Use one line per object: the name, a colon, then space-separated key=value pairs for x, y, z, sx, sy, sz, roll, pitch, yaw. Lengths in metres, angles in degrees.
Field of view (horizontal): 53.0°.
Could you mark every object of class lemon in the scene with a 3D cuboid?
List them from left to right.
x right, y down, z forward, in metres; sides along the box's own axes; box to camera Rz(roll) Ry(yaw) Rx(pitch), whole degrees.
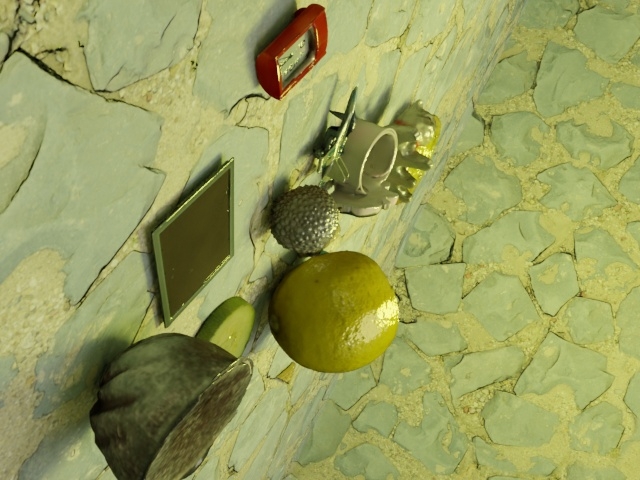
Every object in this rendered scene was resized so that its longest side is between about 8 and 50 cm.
lemon: x=0.014 y=0.211 z=1.808 sx=0.364 sy=0.364 sz=0.364 roll=-55 pitch=163 yaw=-26

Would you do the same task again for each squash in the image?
squash: x=-0.241 y=0.254 z=1.555 sx=0.252 sy=0.049 sz=0.252 roll=-55 pitch=162 yaw=-28

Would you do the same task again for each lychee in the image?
lychee: x=-0.028 y=-0.051 z=1.524 sx=0.198 sy=0.165 sz=0.165 roll=-2 pitch=124 yaw=-36

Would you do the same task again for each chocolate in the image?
chocolate: x=-0.287 y=0.280 z=1.133 sx=0.303 sy=0.213 sz=0.303 roll=-51 pitch=162 yaw=-23

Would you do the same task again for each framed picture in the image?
framed picture: x=-0.237 y=0.007 z=1.218 sx=0.232 sy=0.019 sz=0.296 roll=-51 pitch=161 yaw=-37

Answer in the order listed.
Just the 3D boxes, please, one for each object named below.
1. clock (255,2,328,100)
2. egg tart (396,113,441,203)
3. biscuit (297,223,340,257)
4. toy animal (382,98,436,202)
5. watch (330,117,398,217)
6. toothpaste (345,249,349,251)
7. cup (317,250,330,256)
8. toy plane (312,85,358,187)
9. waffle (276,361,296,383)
clock: x=-0.053 y=-0.343 z=1.163 sx=0.155 sy=0.061 sz=0.113 roll=-52 pitch=162 yaw=-23
egg tart: x=0.296 y=-0.294 z=2.242 sx=0.345 sy=0.133 sz=0.345 roll=-56 pitch=163 yaw=-27
biscuit: x=0.000 y=0.000 z=1.913 sx=0.061 sy=0.055 sz=0.219 roll=-37 pitch=180 yaw=31
toy animal: x=0.262 y=-0.275 z=1.993 sx=0.308 sy=0.266 sz=0.188 roll=51 pitch=49 yaw=-38
watch: x=0.125 y=-0.200 z=1.758 sx=0.244 sy=0.196 sz=0.231 roll=-34 pitch=142 yaw=-49
toothpaste: x=0.096 y=0.068 z=2.409 sx=0.020 sy=0.017 sz=0.083 roll=-53 pitch=162 yaw=-32
cup: x=0.004 y=0.168 z=2.056 sx=0.134 sy=0.148 sz=0.235 roll=44 pitch=70 yaw=-40
toy plane: x=0.039 y=-0.255 z=1.581 sx=0.192 sy=0.088 sz=0.261 roll=-46 pitch=148 yaw=-62
waffle: x=-0.137 y=0.515 z=2.378 sx=0.153 sy=0.023 sz=0.097 roll=-28 pitch=142 yaw=-67
